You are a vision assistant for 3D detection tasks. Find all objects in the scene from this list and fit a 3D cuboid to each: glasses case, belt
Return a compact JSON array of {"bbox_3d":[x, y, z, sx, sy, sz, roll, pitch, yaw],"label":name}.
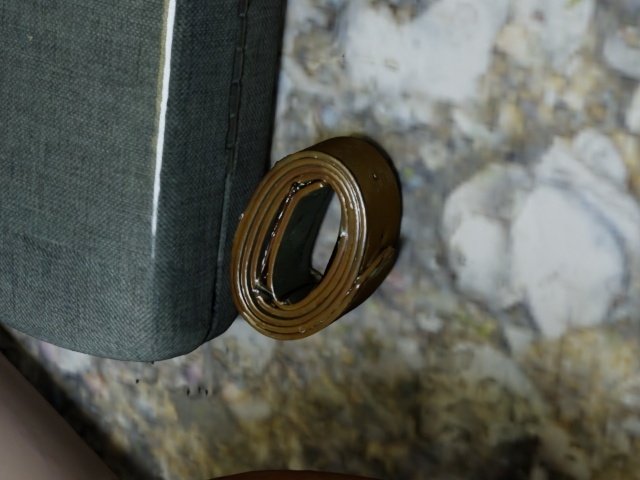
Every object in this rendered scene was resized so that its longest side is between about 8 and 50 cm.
[{"bbox_3d":[-0.080,-0.114,0.759,0.131,0.074,0.323,17,111,30],"label":"glasses case"},{"bbox_3d":[0.000,0.000,0.756,0.059,0.036,0.083,34,119,17],"label":"belt"}]

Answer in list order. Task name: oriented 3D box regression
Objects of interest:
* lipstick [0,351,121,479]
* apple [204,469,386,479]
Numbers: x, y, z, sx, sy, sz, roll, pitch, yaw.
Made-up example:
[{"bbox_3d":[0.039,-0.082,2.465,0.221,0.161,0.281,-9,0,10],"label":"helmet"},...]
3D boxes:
[{"bbox_3d":[-0.134,0.109,0.855,0.254,0.070,0.070,44,122,19],"label":"lipstick"},{"bbox_3d":[-0.013,0.252,0.637,0.340,0.340,0.339,9,107,33],"label":"apple"}]
